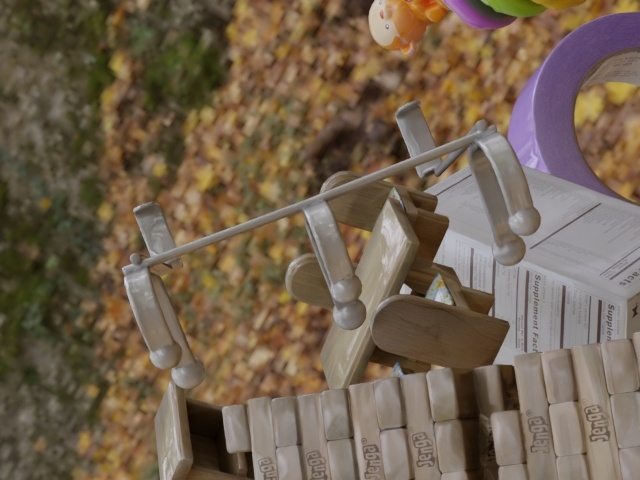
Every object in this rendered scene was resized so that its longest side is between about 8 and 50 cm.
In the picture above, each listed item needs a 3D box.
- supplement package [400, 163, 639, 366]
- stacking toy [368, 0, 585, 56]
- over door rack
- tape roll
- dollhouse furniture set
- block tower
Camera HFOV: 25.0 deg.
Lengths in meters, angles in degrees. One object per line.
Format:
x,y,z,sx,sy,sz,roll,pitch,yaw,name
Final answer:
0.201,0.039,1.259,0.139,0.244,0.134,-29,-51,-35,supplement package
0.142,-0.224,1.093,0.165,0.175,0.302,-4,-17,-47,stacking toy
0.000,0.000,0.951,0.239,0.108,0.324,-20,9,-2,over door rack
0.348,-0.107,1.576,0.275,0.275,0.090,-61,2,-21,tape roll
-0.005,0.083,1.052,0.212,0.161,0.242,-110,39,-62,dollhouse furniture set
0.114,0.114,0.830,0.091,0.335,0.097,14,-113,-63,block tower
